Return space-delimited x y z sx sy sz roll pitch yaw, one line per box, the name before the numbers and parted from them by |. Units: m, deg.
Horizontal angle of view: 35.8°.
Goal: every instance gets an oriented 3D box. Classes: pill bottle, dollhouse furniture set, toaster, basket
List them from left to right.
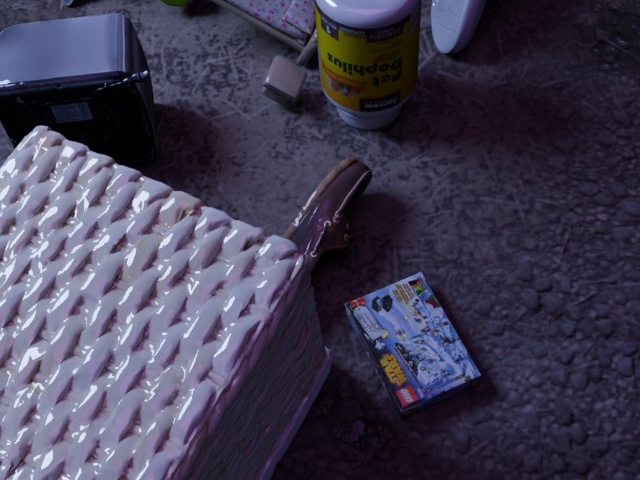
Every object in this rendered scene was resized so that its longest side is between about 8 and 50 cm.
toaster | -0.275 -0.165 1.151 0.186 0.168 0.110 -7 59 0
basket | -0.206 0.129 0.923 0.328 0.266 0.331 25 66 16
dollhouse furniture set | -0.087 -0.399 1.201 0.303 0.174 0.355 26 59 -14
pill bottle | 0.055 -0.224 1.137 0.117 0.215 0.117 -2 60 3

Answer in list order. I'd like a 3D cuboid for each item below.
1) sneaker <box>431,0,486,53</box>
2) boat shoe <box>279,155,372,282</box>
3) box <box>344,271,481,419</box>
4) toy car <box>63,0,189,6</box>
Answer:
sneaker | 0.239 -0.343 1.266 0.151 0.094 0.256 18 87 -27
boat shoe | 0.000 0.000 1.097 0.073 0.073 0.207 32 74 18
box | 0.096 0.109 1.049 0.094 0.027 0.137 -21 61 -10
toy car | -0.268 -0.381 1.325 0.188 0.149 0.155 -19 52 26
